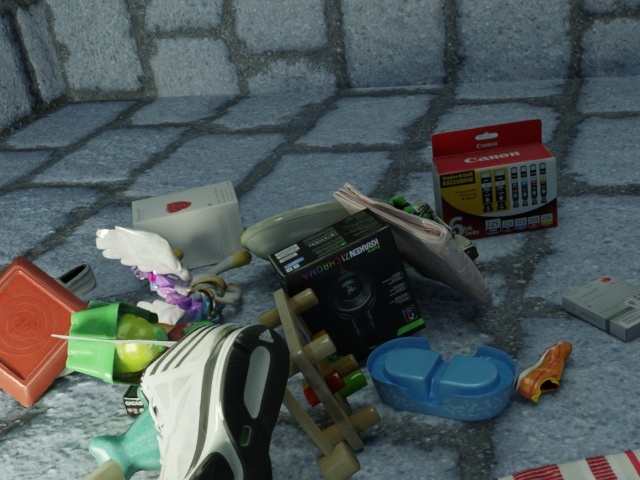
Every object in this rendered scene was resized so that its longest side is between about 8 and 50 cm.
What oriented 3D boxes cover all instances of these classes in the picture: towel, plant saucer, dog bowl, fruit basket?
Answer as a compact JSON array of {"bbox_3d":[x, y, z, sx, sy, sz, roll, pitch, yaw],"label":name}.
[{"bbox_3d":[0.218,0.005,1.936,0.317,0.332,0.053,29,81,38],"label":"towel"},{"bbox_3d":[0.460,0.420,1.340,0.328,0.037,0.237,-11,25,-2],"label":"towel"},{"bbox_3d":[0.000,0.000,2.159,0.400,0.101,0.400,-13,-12,-3],"label":"plant saucer"},{"bbox_3d":[0.237,0.274,1.673,0.297,0.074,0.166,4,29,27],"label":"dog bowl"},{"bbox_3d":[-0.666,0.193,1.902,0.258,0.048,0.259,36,68,5],"label":"plant saucer"},{"bbox_3d":[-0.299,0.198,1.679,0.352,0.166,0.327,-5,-12,8],"label":"fruit basket"}]

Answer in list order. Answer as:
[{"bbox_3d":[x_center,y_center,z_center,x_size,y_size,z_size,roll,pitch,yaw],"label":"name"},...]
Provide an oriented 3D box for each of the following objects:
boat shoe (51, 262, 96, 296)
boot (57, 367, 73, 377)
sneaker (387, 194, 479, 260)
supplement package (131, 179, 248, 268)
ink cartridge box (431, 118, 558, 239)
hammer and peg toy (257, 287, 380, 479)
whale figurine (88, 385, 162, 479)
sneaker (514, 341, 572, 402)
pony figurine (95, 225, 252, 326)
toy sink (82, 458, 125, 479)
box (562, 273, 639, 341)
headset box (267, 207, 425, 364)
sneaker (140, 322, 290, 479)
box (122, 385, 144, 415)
[{"bbox_3d":[-0.708,0.128,2.283,0.079,0.081,0.227,13,33,39],"label":"boat shoe"},{"bbox_3d":[-0.674,0.227,1.960,0.244,0.176,0.088,-2,25,12],"label":"boot"},{"bbox_3d":[0.265,-0.017,2.179,0.134,0.146,0.343,-24,30,-28],"label":"sneaker"},{"bbox_3d":[-0.368,-0.034,2.393,0.292,0.175,0.177,-13,27,-8],"label":"supplement package"},{"bbox_3d":[0.459,-0.159,2.261,0.309,0.272,0.130,-9,25,1],"label":"ink cartridge box"},{"bbox_3d":[0.002,0.257,1.571,0.127,0.266,0.361,-29,25,3],"label":"hammer and peg toy"},{"bbox_3d":[-0.275,0.349,1.546,0.271,0.216,0.141,-19,-17,-28],"label":"whale figurine"},{"bbox_3d":[0.448,0.260,1.664,0.067,0.064,0.175,34,51,28],"label":"sneaker"},{"bbox_3d":[-0.350,0.105,2.048,0.350,0.303,0.363,3,12,5],"label":"pony figurine"},{"bbox_3d":[-0.353,0.487,1.343,0.131,0.153,0.234,10,31,35],"label":"toy sink"},{"bbox_3d":[0.643,0.143,1.845,0.145,0.038,0.186,-21,29,-24],"label":"box"},{"bbox_3d":[0.061,0.117,1.809,0.246,0.283,0.131,-25,26,-8],"label":"headset box"},{"bbox_3d":[-0.206,0.351,1.404,0.169,0.448,0.257,25,-15,-36],"label":"sneaker"},{"bbox_3d":[-0.303,0.293,1.839,0.175,0.051,0.220,-2,27,15],"label":"box"}]
